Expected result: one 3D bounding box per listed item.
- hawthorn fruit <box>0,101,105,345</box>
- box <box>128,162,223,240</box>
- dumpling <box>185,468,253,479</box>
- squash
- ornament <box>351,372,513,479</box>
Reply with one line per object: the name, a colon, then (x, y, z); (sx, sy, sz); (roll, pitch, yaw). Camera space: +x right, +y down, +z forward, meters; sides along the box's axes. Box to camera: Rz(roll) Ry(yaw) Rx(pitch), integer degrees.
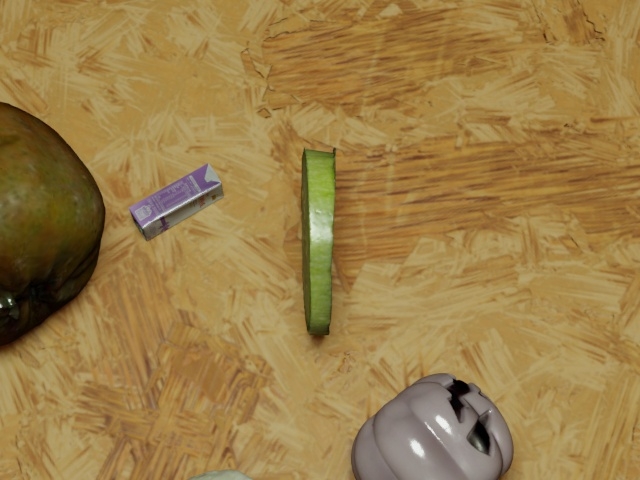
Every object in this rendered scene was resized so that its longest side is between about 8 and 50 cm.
hawthorn fruit: (-0.400, -0.037, 1.323); (0.267, 0.268, 0.301); (-31, 63, -11)
box: (-0.178, -0.048, 1.437); (0.117, 0.051, 0.036); (-31, 74, -9)
dumpling: (-0.115, 0.362, 1.243); (0.162, 0.132, 0.250); (-7, 54, 6)
squash: (-0.005, 0.000, 1.332); (0.041, 0.219, 0.219); (2, 69, 0)
ornament: (0.127, 0.241, 1.266); (0.177, 0.177, 0.178); (0, 69, 0)
